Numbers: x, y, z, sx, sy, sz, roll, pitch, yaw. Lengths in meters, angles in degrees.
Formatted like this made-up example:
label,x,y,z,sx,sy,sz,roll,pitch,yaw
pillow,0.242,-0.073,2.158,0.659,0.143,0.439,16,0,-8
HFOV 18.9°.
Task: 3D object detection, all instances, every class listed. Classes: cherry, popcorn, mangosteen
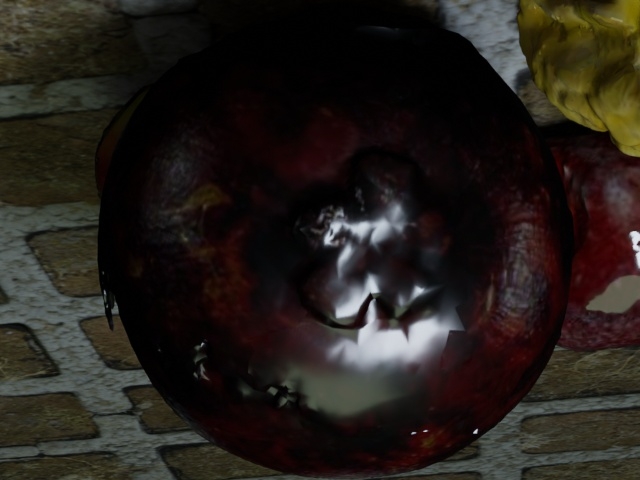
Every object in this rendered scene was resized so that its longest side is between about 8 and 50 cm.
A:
label,x,y,z,sx,sy,sz,roll,pitch,yaw
cherry,0.267,-0.001,1.773,0.230,0.203,0.300,-20,166,31
popcorn,0.250,-0.163,1.319,0.250,0.250,0.190,-13,142,22
mangosteen,0.003,-0.017,1.533,0.381,0.421,0.381,-7,119,-13
